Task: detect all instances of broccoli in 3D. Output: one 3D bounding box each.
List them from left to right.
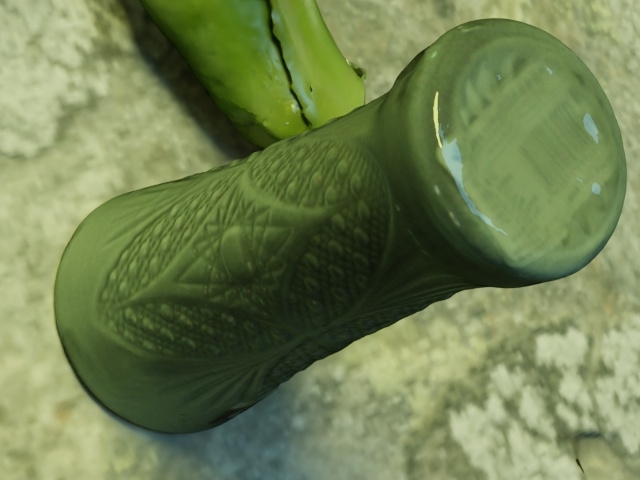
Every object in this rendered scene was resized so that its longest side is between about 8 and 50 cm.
[{"bbox_3d":[-0.073,-0.158,0.569,0.304,0.145,0.165,57,42,-19],"label":"broccoli"}]

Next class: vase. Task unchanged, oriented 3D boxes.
[{"bbox_3d":[0.000,0.000,0.495,0.096,0.219,0.096,11,70,-31],"label":"vase"}]
